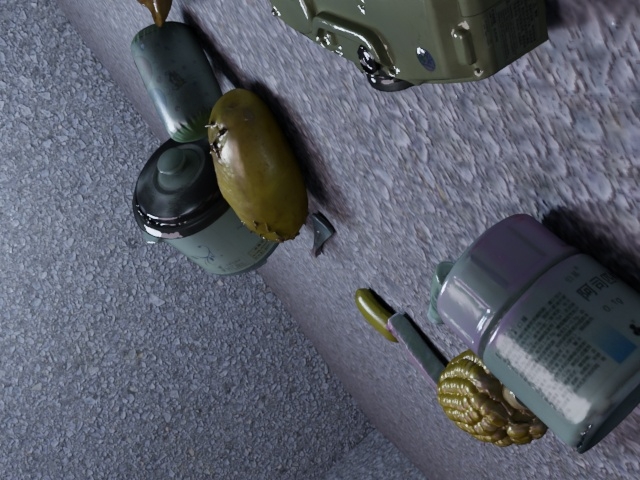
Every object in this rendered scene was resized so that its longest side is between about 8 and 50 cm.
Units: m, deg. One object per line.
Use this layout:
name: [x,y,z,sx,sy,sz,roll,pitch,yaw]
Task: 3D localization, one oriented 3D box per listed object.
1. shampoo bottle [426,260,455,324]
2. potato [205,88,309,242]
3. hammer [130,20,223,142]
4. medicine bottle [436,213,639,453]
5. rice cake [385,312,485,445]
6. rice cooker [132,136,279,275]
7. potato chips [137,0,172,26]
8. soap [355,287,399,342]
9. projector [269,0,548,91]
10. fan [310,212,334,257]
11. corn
shampoo bottle: [0.174,0.082,0.973,0.069,0.041,0.191,43,168,14]
potato: [-0.105,-0.117,1.200,0.173,0.140,0.300,46,165,41]
hammer: [-0.245,-0.274,1.323,0.335,0.118,0.207,-155,42,-88]
medicine bottle: [0.197,0.073,0.600,0.168,0.135,0.135,44,167,31]
rice cake: [0.224,0.256,1.337,0.290,0.051,0.081,50,-176,4]
rice cooker: [-0.221,-0.081,1.425,0.317,0.316,0.264,65,-176,-53]
potato chips: [-0.274,-0.424,1.085,0.195,0.061,0.208,58,170,-7]
soap: [0.119,0.153,1.438,0.140,0.045,0.089,44,172,34]
projector: [0.031,-0.199,0.500,0.269,0.088,0.194,39,161,47]
fan: [0.000,0.000,1.481,0.057,0.023,0.282,41,168,8]
corn: [0.223,0.200,0.939,0.130,0.130,0.347,49,172,8]
